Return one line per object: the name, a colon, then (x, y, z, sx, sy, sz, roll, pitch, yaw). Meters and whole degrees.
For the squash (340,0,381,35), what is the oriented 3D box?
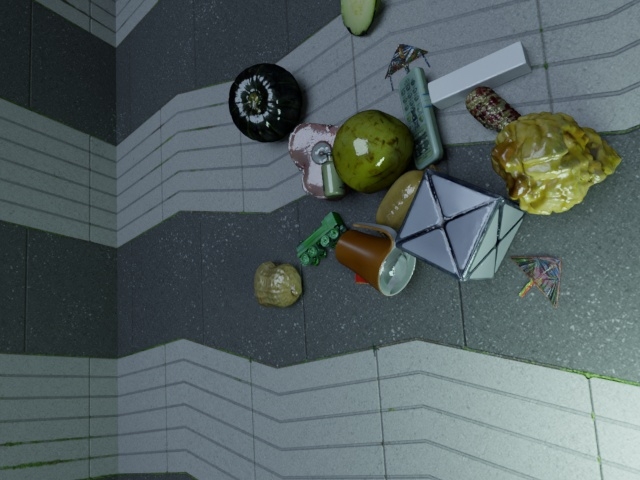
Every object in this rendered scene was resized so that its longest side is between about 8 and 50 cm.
squash: (0.166, -0.888, 1.731, 0.191, 0.085, 0.184, 36, 137, 37)

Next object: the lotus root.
lotus root: (0.293, -0.131, 1.516, 0.303, 0.146, 0.131, -51, 28, 25)

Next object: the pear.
pear: (0.174, -0.300, 1.533, 0.283, 0.283, 0.284, -3, 84, 38)

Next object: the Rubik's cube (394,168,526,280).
Rubik's cube: (0.412, -0.041, 1.345, 0.259, 0.260, 0.255, 30, 104, 38)

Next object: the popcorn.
popcorn: (0.613, -0.201, 1.182, 0.331, 0.225, 0.265, -1, 91, -5)

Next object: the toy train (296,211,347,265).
toy train: (0.000, 0.000, 1.780, 0.251, 0.085, 0.119, -39, 59, 27)

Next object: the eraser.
eraser: (0.496, -0.514, 1.427, 0.297, 0.078, 0.076, -16, 77, 36)

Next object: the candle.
candle: (0.038, -0.329, 1.748, 0.287, 0.131, 0.317, -35, 76, 24)

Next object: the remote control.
remote control: (0.344, -0.414, 1.537, 0.128, 0.065, 0.336, 147, 116, -63)

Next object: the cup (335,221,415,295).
cup: (0.178, 0.042, 1.505, 0.263, 0.182, 0.227, 26, 131, 44)

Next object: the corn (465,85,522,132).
corn: (0.554, -0.355, 1.361, 0.098, 0.098, 0.290, -47, 64, 26)

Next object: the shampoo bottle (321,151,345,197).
shampoo bottle: (0.043, -0.239, 1.632, 0.079, 0.079, 0.162, -9, 85, 37)

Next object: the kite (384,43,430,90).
kite: (0.304, -0.645, 1.631, 0.182, 0.010, 0.161, -24, 73, 34)

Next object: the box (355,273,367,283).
box: (0.210, 0.103, 1.622, 0.175, 0.048, 0.113, 1, 85, 38)

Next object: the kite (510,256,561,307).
kite: (0.636, 0.107, 1.312, 0.159, 0.010, 0.190, -48, 58, 27)

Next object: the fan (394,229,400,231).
fan: (0.289, -0.029, 1.505, 0.005, 0.175, 0.113, -107, 27, -51)

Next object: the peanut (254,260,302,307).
peanut: (-0.181, 0.186, 1.886, 0.232, 0.110, 0.197, 1, 87, 40)

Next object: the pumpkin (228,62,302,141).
pumpkin: (-0.230, -0.578, 1.899, 0.322, 0.241, 0.324, 1, 94, 24)
